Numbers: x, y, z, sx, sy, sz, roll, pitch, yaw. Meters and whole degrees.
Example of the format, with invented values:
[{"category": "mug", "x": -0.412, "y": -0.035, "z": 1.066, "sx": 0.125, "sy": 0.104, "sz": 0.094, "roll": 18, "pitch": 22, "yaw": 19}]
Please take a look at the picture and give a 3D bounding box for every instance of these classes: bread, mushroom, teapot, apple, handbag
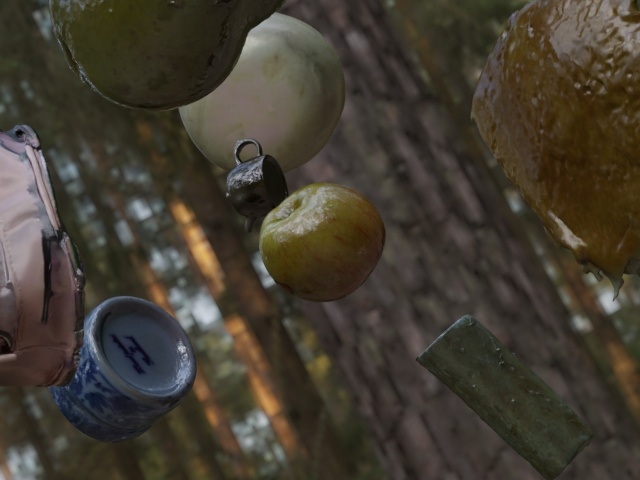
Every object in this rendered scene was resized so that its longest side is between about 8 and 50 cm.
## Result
[{"category": "bread", "x": 0.265, "y": -0.137, "z": 1.462, "sx": 0.225, "sy": 0.279, "sz": 0.250, "roll": -13, "pitch": -40, "yaw": -32}, {"category": "mushroom", "x": -0.084, "y": -0.212, "z": 2.618, "sx": 0.246, "sy": 0.246, "sz": 0.202, "roll": -30, "pitch": 2, "yaw": 11}, {"category": "teapot", "x": -0.088, "y": -0.071, "z": 2.257, "sx": 0.068, "sy": 0.121, "sz": 0.076, "roll": -16, "pitch": -13, "yaw": 21}, {"category": "apple", "x": 0.000, "y": 0.000, "z": 1.214, "sx": 0.084, "sy": 0.071, "sz": 0.084, "roll": -39, "pitch": 26, "yaw": 24}, {"category": "handbag", "x": -0.248, "y": 0.015, "z": 1.243, "sx": 0.116, "sy": 0.205, "sz": 0.179, "roll": -5, "pitch": -36, "yaw": -26}]

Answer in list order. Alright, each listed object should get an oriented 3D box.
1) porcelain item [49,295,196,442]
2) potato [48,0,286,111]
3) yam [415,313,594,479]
[{"category": "porcelain item", "x": -0.230, "y": 0.150, "z": 2.068, "sx": 0.147, "sy": 0.147, "sz": 0.114, "roll": -12, "pitch": -23, "yaw": -49}, {"category": "potato", "x": -0.114, "y": -0.278, "z": 1.613, "sx": 0.351, "sy": 0.202, "sz": 0.218, "roll": -58, "pitch": -8, "yaw": 24}, {"category": "yam", "x": 0.172, "y": 0.142, "z": 1.653, "sx": 0.068, "sy": 0.169, "sz": 0.068, "roll": -47, "pitch": -9, "yaw": -10}]
